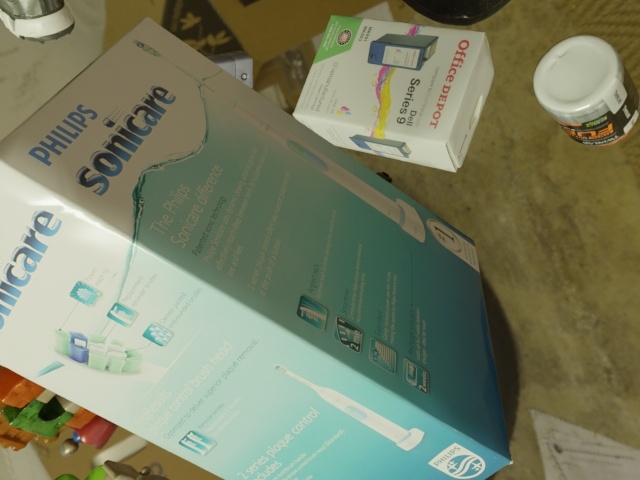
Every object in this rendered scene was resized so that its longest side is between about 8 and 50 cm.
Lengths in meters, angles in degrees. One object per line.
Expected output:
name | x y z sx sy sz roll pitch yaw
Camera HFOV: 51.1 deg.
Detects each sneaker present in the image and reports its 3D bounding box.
sneaker | -0.353 -0.298 0.718 0.234 0.078 0.106 31 142 30

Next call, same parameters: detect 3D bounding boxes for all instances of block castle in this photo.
block castle | -0.518 0.186 1.127 0.303 0.213 0.453 36 168 30

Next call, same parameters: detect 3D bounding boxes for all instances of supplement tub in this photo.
supplement tub | 0.650 -0.345 1.608 0.194 0.316 0.193 -9 75 34

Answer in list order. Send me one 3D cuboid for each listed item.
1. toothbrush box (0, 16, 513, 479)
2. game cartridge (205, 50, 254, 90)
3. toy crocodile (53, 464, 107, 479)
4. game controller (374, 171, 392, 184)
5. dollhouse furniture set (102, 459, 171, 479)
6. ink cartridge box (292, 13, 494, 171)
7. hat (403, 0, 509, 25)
toothbrush box | -0.042 0.020 0.424 0.296 0.216 0.126 33 121 -16
game cartridge | -0.224 -0.140 1.176 0.068 0.230 0.354 38 138 39
toy crocodile | -0.469 0.513 1.152 0.105 0.341 0.115 40 164 47
game controller | 0.000 0.000 1.152 0.067 0.166 0.319 41 134 -4
dollhouse furniture set | -0.050 0.332 0.848 0.356 0.173 0.303 15 166 48
ink cartridge box | 0.095 -0.191 0.856 0.213 0.154 0.093 17 170 24
hat | 0.196 -0.500 1.017 0.134 0.332 0.331 -127 21 -51
